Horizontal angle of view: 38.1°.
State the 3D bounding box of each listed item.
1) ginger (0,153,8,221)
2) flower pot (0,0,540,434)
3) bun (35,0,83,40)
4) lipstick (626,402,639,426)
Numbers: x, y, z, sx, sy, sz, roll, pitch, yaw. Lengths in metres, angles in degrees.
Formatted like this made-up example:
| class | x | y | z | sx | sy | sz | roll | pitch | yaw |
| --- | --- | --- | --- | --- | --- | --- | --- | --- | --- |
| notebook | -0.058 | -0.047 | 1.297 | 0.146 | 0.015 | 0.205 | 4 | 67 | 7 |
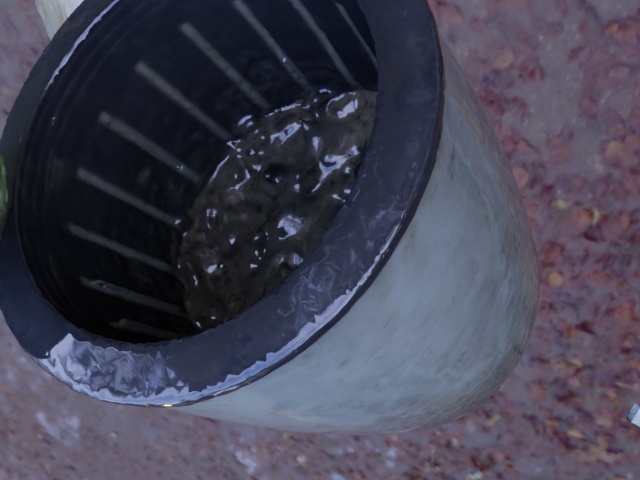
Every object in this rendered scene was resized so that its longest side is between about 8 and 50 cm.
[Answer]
| class | x | y | z | sx | sy | sz | roll | pitch | yaw |
| --- | --- | --- | --- | --- | --- | --- | --- | --- | --- |
| ginger | -0.284 | 0.023 | 0.549 | 0.290 | 0.137 | 0.089 | -25 | 123 | 38 |
| flower pot | 0.000 | 0.000 | 0.624 | 0.293 | 0.293 | 0.330 | 0 | 158 | 30 |
| bun | -0.139 | -0.230 | 0.839 | 0.287 | 0.146 | 0.287 | 0 | 133 | 0 |
| lipstick | 0.469 | 0.255 | 1.252 | 0.107 | 0.025 | 0.025 | 26 | 96 | 1 |
